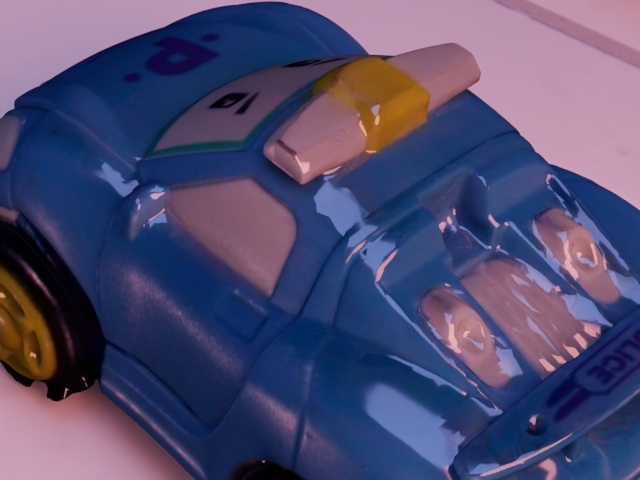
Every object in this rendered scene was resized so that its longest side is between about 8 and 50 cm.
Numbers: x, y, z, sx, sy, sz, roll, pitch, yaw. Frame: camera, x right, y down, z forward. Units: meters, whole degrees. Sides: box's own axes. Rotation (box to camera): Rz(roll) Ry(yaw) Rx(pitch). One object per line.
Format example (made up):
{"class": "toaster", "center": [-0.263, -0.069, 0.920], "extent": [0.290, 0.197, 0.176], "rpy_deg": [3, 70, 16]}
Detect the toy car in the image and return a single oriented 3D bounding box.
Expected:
{"class": "toy car", "center": [0.000, 0.000, 0.612], "extent": [0.198, 0.166, 0.314], "rpy_deg": [-30, 56, -34]}
